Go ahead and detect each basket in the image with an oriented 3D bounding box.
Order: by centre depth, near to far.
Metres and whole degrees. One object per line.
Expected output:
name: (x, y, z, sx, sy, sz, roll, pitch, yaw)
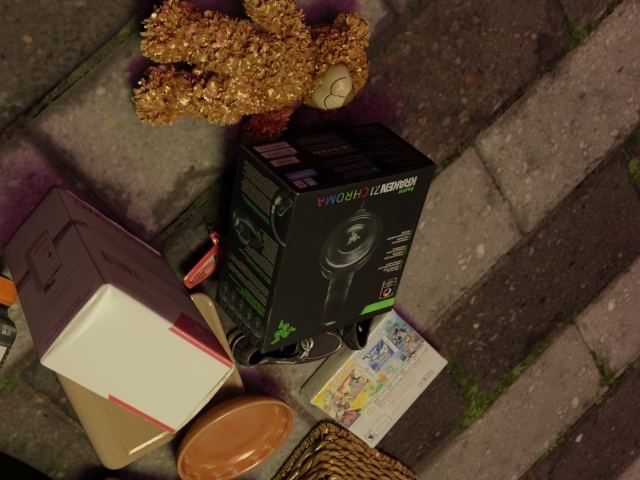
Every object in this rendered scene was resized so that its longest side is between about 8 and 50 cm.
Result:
basket: (0.028, 0.497, 1.563, 0.213, 0.223, 0.299, -32, 132, 27)

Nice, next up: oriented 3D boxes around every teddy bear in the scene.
teddy bear: (-0.080, -0.220, 1.158, 0.338, 0.113, 0.245, 15, 106, -34)

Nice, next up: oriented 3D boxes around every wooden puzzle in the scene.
wooden puzzle: (-0.246, 0.205, 1.303, 0.238, 0.044, 0.221, -24, 122, -14)

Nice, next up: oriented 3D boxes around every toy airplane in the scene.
toy airplane: (-0.130, 0.030, 1.293, 0.151, 0.028, 0.151, -14, 116, -31)

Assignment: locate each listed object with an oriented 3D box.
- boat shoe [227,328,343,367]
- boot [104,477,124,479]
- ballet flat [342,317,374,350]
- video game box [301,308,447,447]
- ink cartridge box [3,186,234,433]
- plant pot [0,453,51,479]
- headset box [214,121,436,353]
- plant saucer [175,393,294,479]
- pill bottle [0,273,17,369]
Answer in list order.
boat shoe: (-0.045, 0.171, 1.385, 0.206, 0.065, 0.075, 1, 108, -32)
boot: (-0.213, 0.419, 1.361, 0.269, 0.236, 0.089, 22, 94, -12)
ballet flat: (0.082, 0.095, 1.423, 0.057, 0.049, 0.173, 20, 86, -34)
video game box: (0.095, 0.230, 1.506, 0.205, 0.048, 0.187, -48, 128, -3)
ink cartridge box: (-0.254, 0.078, 1.087, 0.117, 0.283, 0.207, -49, 127, 2)
plant pot: (-0.447, 0.400, 1.195, 0.188, 0.187, 0.167, -40, 113, -9)
headset box: (0.000, 0.000, 1.240, 0.246, 0.131, 0.283, -14, 132, -36)
plant saucer: (-0.136, 0.305, 1.380, 0.200, 0.037, 0.200, -21, 141, -18)
pill bottle: (-0.457, 0.147, 1.077, 0.130, 0.130, 0.246, 31, 77, -36)
